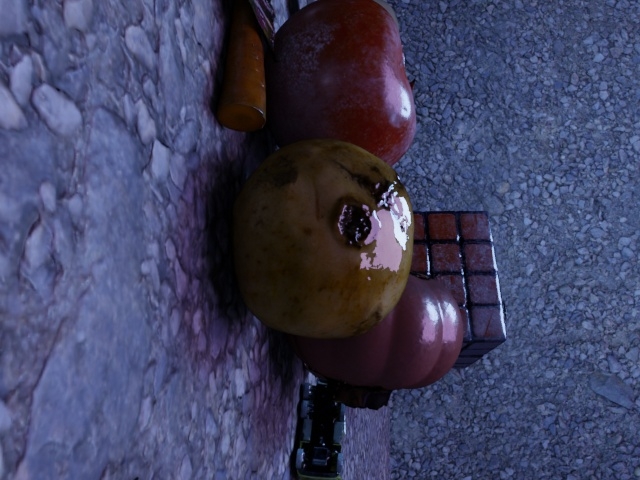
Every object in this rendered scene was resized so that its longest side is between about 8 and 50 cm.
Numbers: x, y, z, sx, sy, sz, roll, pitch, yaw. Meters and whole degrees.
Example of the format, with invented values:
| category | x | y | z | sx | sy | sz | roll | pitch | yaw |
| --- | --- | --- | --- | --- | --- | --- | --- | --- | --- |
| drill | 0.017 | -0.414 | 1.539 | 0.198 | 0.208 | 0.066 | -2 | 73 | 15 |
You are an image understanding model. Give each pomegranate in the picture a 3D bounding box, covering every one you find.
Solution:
| category | x | y | z | sx | sy | sz | roll | pitch | yaw |
| --- | --- | --- | --- | --- | --- | --- | --- | --- | --- |
| pomegranate | 0.000 | 0.000 | 0.764 | 0.260 | 0.260 | 0.260 | -1 | 90 | -79 |

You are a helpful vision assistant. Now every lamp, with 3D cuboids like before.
| category | x | y | z | sx | sy | sz | roll | pitch | yaw |
| --- | --- | --- | --- | --- | --- | --- | --- | --- | --- |
| lamp | 0.084 | 0.156 | 0.999 | 0.305 | 0.305 | 0.240 | 3 | 97 | -79 |

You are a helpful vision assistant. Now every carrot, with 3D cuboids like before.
| category | x | y | z | sx | sy | sz | roll | pitch | yaw |
| --- | --- | --- | --- | --- | --- | --- | --- | --- | --- |
| carrot | -0.096 | -0.240 | 0.761 | 0.061 | 0.061 | 0.210 | 64 | 23 | -64 |

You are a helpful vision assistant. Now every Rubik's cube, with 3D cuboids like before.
| category | x | y | z | sx | sy | sz | roll | pitch | yaw |
| --- | --- | --- | --- | --- | --- | --- | --- | --- | --- |
| Rubik's cube | 0.250 | 0.138 | 1.548 | 0.337 | 0.343 | 0.344 | 97 | -5 | -67 |

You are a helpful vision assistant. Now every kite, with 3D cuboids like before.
| category | x | y | z | sx | sy | sz | roll | pitch | yaw |
| --- | --- | --- | --- | --- | --- | --- | --- | --- | --- |
| kite | -0.103 | -0.395 | 0.768 | 0.234 | 0.016 | 0.321 | 26 | 52 | -63 |

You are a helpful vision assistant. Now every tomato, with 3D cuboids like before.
| category | x | y | z | sx | sy | sz | roll | pitch | yaw |
| --- | --- | --- | --- | --- | --- | --- | --- | --- | --- |
| tomato | 0.023 | -0.219 | 0.897 | 0.270 | 0.227 | 0.270 | -15 | 90 | -88 |

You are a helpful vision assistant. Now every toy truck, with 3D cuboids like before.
| category | x | y | z | sx | sy | sz | roll | pitch | yaw |
| --- | --- | --- | --- | --- | --- | --- | --- | --- | --- |
| toy truck | 0.004 | 0.357 | 1.103 | 0.116 | 0.085 | 0.191 | 87 | 6 | -50 |

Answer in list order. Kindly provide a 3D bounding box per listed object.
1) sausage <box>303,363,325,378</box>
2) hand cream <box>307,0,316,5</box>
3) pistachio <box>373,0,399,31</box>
| category | x | y | z | sx | sy | sz | roll | pitch | yaw |
| --- | --- | --- | --- | --- | --- | --- | --- | --- | --- |
| sausage | 0.036 | 0.179 | 1.296 | 0.371 | 0.082 | 0.082 | -56 | 143 | -73 |
| hand cream | -0.007 | -0.456 | 1.121 | 0.121 | 0.076 | 0.336 | -76 | 172 | -66 |
| pistachio | 0.137 | -0.532 | 1.639 | 0.197 | 0.166 | 0.288 | 140 | -51 | -86 |
